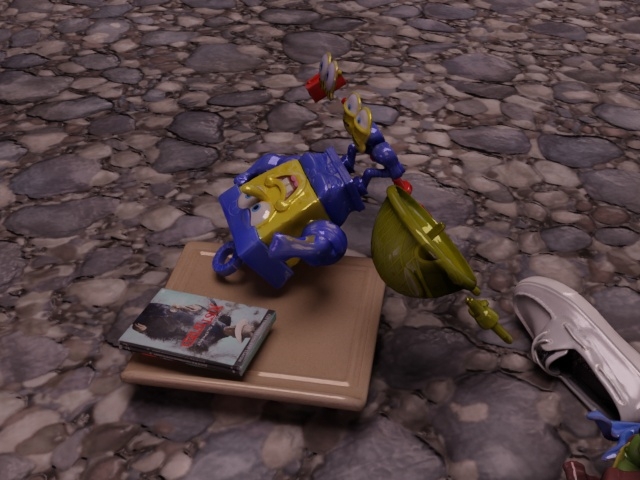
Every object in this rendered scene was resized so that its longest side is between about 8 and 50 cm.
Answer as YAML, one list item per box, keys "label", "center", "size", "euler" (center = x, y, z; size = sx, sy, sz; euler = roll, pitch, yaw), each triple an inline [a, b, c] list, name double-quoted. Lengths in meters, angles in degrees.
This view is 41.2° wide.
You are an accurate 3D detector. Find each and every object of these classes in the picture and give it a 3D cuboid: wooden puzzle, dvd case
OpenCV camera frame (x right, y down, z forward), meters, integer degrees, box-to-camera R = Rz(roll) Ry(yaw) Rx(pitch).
- label: "wooden puzzle"
  center: [-0.053, 0.080, 0.835]
  size: [0.221, 0.044, 0.239]
  euler: [6, 32, 8]
- label: "dvd case"
  center: [-0.110, 0.081, 0.777]
  size: [0.119, 0.013, 0.087]
  euler: [11, 34, 15]

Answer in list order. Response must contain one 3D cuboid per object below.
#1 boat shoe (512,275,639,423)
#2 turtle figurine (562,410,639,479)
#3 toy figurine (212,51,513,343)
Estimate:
- label: "boat shoe"
  center: [0.232, 0.104, 0.791]
  size: [0.063, 0.066, 0.184]
  euler: [-18, 50, -25]
- label: "turtle figurine"
  center: [0.272, 0.202, 0.541]
  size: [0.274, 0.198, 0.266]
  euler: [18, 44, 28]
- label: "toy figurine"
  center: [0.000, 0.000, 0.844]
  size: [0.217, 0.191, 0.362]
  euler: [-31, 42, 6]
